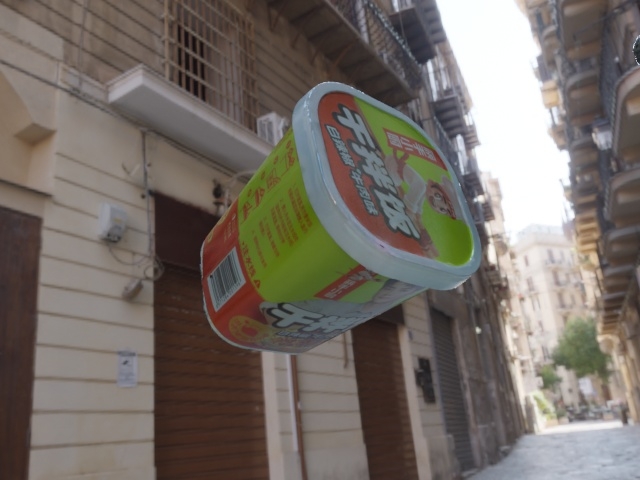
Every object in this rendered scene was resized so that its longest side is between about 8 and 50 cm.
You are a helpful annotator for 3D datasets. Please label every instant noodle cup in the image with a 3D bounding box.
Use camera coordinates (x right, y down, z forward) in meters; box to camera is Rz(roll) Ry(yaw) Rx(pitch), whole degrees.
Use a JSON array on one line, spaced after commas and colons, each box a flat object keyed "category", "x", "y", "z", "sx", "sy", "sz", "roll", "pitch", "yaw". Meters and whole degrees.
[{"category": "instant noodle cup", "x": 0.000, "y": 0.000, "z": 0.793, "sx": 0.294, "sy": 0.293, "sz": 0.308, "roll": 11, "pitch": -38, "yaw": -40}]

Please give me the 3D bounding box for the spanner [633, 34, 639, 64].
[{"category": "spanner", "x": 0.383, "y": -0.322, "z": 0.656, "sx": 0.071, "sy": 0.017, "sz": 0.301, "roll": -3, "pitch": -44, "yaw": 26}]
